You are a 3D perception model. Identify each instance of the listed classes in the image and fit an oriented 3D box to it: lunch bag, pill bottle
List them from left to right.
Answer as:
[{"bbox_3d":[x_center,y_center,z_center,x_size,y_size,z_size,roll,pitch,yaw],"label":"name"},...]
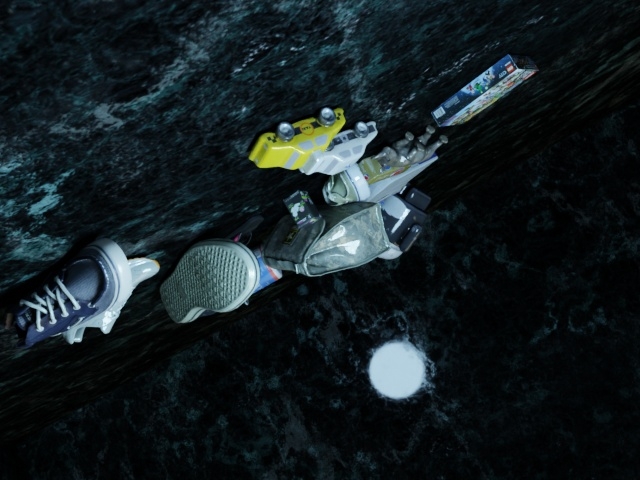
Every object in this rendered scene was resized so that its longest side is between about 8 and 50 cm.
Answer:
[{"bbox_3d":[-0.239,0.111,2.143,0.221,0.124,0.124,-30,172,5],"label":"pill bottle"},{"bbox_3d":[0.000,0.000,1.905,0.287,0.169,0.235,-26,-161,-29],"label":"lunch bag"}]

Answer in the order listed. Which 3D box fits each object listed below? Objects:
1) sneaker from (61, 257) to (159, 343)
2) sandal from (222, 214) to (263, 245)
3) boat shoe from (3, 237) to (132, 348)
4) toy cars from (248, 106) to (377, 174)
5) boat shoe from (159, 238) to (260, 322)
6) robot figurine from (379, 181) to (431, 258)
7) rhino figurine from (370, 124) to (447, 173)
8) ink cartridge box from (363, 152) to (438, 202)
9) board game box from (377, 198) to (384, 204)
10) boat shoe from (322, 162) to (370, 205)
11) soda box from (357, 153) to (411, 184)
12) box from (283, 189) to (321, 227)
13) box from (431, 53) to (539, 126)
[{"bbox_3d":[-0.462,0.134,1.542,0.262,0.121,0.099,-29,172,-3],"label":"sneaker"},{"bbox_3d":[-0.208,-0.007,1.824,0.179,0.040,0.067,-36,169,38],"label":"sandal"},{"bbox_3d":[-0.483,0.115,1.318,0.158,0.127,0.340,-32,176,-42],"label":"boat shoe"},{"bbox_3d":[0.007,-0.174,1.380,0.176,0.087,0.393,-32,171,19],"label":"toy cars"},{"bbox_3d":[-0.263,0.097,1.789,0.156,0.187,0.500,-22,176,-33],"label":"boat shoe"},{"bbox_3d":[0.263,-0.066,2.438,0.278,0.173,0.209,-56,178,12],"label":"robot figurine"},{"bbox_3d":[0.216,-0.228,1.810,0.243,0.073,0.106,-20,165,-40],"label":"rhino figurine"},{"bbox_3d":[0.221,-0.182,2.147,0.223,0.045,0.224,-28,171,-38],"label":"ink cartridge box"},{"bbox_3d":[0.099,-0.079,2.392,0.160,0.047,0.210,-22,169,-42],"label":"board game box"},{"bbox_3d":[0.060,-0.131,1.763,0.094,0.109,0.302,-27,174,-3],"label":"boat shoe"},{"bbox_3d":[0.171,-0.199,1.878,0.181,0.058,0.061,-22,169,-40],"label":"soda box"},{"bbox_3d":[-0.045,-0.079,1.784,0.052,0.083,0.062,-32,171,18],"label":"box"},{"bbox_3d":[0.401,-0.363,1.708,0.233,0.044,0.159,-35,170,35],"label":"box"}]
